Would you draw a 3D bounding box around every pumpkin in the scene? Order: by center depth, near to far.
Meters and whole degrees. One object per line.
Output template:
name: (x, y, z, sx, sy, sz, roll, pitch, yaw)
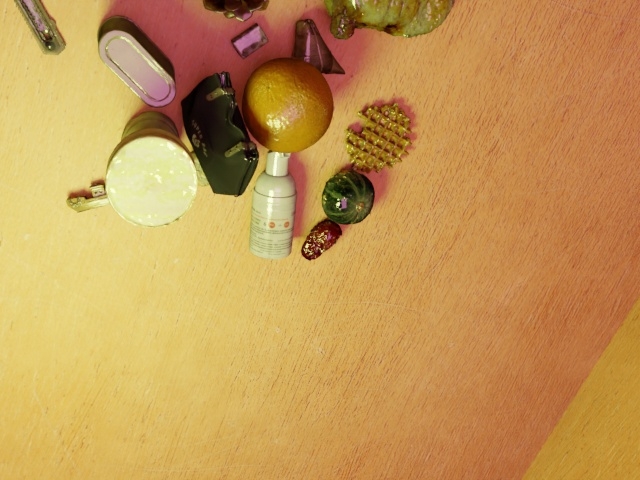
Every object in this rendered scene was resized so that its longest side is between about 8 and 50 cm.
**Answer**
pumpkin: (0.091, -0.139, 2.071, 0.190, 0.146, 0.190, -34, 138, -38)

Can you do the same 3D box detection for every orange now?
orange: (-0.091, -0.378, 1.782, 0.274, 0.274, 0.274, -7, 117, -13)

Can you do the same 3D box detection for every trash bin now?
trash bin: (-0.487, -0.476, 1.678, 0.121, 0.247, 0.243, -42, 118, 5)

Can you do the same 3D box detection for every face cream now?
face cream: (-0.145, -0.134, 2.009, 0.145, 0.145, 0.370, 0, 115, -17)

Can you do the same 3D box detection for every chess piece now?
chess piece: (-0.459, -0.216, 1.701, 0.234, 0.442, 0.234, -6, 114, -14)

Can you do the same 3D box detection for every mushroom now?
mushroom: (-0.339, -0.230, 1.922, 0.148, 0.112, 0.148, -4, 123, -6)

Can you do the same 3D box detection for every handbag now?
handbag: (-0.267, -0.297, 1.743, 0.152, 0.288, 0.342, -20, 88, -25)

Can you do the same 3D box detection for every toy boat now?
toy boat: (-0.661, -0.139, 1.904, 0.206, 0.064, 0.072, -16, 101, -10)

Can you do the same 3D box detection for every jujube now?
jujube: (-0.003, -0.003, 2.143, 0.166, 0.104, 0.104, -43, 119, 9)

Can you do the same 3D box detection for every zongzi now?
zongzi: (0.004, -0.574, 1.875, 0.176, 0.078, 0.160, -7, 117, -25)

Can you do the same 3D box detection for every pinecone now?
pinecone: (-0.227, -0.721, 1.637, 0.264, 0.264, 0.264, -7, 117, -13)

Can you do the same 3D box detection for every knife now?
knife: (-0.767, -0.652, 1.624, 0.089, 0.043, 0.365, -22, 120, -4)

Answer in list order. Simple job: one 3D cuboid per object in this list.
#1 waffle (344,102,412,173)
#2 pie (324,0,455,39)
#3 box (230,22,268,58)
waffle: (0.190, -0.332, 2.061, 0.231, 0.051, 0.229, -16, 119, -9)
pie: (0.202, -0.772, 1.779, 0.418, 0.180, 0.395, -14, 121, -19)
box: (-0.205, -0.578, 1.825, 0.098, 0.045, 0.062, -36, 121, 2)
